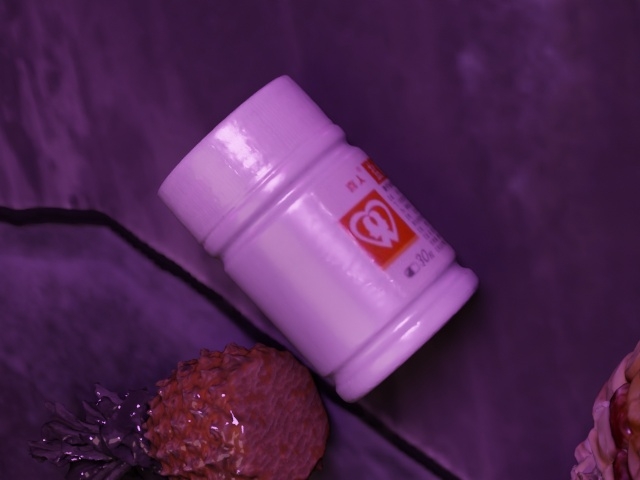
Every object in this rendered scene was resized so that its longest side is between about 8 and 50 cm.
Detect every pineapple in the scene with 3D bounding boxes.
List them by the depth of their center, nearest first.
[{"bbox_3d":[-0.056,0.070,0.648,0.124,0.058,0.058,-17,106,40],"label":"pineapple"}]

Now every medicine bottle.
[{"bbox_3d":[0.000,0.000,0.567,0.089,0.057,0.057,47,132,2],"label":"medicine bottle"}]

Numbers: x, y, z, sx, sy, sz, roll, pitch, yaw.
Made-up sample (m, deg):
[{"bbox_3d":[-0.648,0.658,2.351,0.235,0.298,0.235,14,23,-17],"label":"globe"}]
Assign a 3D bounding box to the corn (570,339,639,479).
[{"bbox_3d":[0.103,0.083,0.523,0.098,0.098,0.290,40,133,8],"label":"corn"}]
